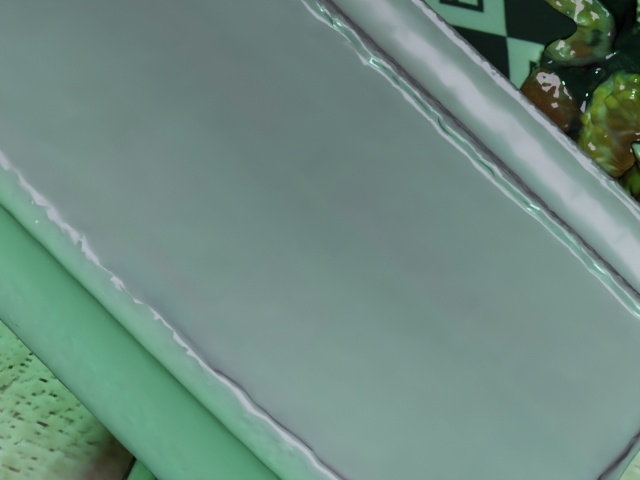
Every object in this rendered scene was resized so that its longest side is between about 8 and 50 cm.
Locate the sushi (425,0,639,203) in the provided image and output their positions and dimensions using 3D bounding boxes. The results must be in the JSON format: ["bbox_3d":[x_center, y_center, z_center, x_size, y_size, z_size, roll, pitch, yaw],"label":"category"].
[{"bbox_3d":[0.136,-0.078,0.869,0.359,0.064,0.343,10,60,-16],"label":"sushi"}]

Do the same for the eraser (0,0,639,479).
[{"bbox_3d":[0.000,0.000,0.660,0.359,0.122,0.272,45,51,8],"label":"eraser"}]

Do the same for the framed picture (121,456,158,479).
[{"bbox_3d":[-0.008,0.205,0.601,0.241,0.020,0.324,32,40,-9],"label":"framed picture"}]
